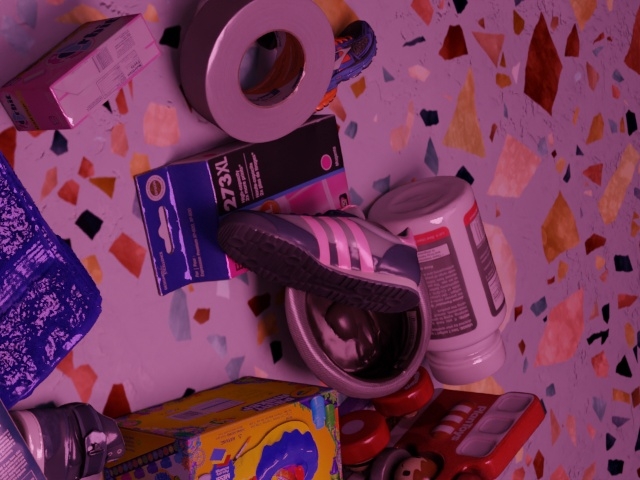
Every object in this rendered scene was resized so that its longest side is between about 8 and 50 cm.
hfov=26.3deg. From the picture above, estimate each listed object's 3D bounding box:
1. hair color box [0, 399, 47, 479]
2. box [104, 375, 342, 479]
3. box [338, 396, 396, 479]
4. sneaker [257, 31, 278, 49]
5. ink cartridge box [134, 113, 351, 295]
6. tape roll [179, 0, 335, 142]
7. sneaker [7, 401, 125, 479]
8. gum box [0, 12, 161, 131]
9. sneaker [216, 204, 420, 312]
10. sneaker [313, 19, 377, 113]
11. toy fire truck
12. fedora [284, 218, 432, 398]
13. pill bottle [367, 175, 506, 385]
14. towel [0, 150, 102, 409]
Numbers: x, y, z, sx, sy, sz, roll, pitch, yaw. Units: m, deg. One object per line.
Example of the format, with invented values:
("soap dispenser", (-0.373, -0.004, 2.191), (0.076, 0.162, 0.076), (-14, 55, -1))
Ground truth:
("hair color box", (-0.430, 0.212, 1.520), (0.105, 0.174, 0.347), (-43, 122, -37))
("box", (-0.125, 0.359, 1.872), (0.290, 0.177, 0.279), (-13, 102, -48))
("box", (0.043, 0.381, 2.153), (0.293, 0.057, 0.201), (-39, 118, -41))
("sneaker", (-0.107, -0.383, 1.926), (0.267, 0.101, 0.106), (48, 60, -38))
("ink cartridge box", (-0.099, -0.057, 1.977), (0.371, 0.069, 0.176), (-24, 109, -43))
("tape roll", (-0.087, -0.250, 1.913), (0.219, 0.072, 0.219), (-20, 126, -31))
("sneaker", (-0.321, 0.313, 1.716), (0.163, 0.086, 0.226), (-6, 101, -52))
("gum box", (-0.296, -0.213, 1.707), (0.188, 0.107, 0.062), (-48, 125, -37))
("sneaker", (0.000, 0.000, 1.937), (0.319, 0.112, 0.131), (21, 56, -26))
("sneaker", (0.011, -0.277, 2.081), (0.221, 0.083, 0.087), (-51, 121, -37))
("toy fire truck", (0.167, 0.320, 2.056), (0.302, 0.254, 0.169), (-41, 118, -40))
("fedora", (0.038, 0.105, 2.067), (0.244, 0.124, 0.275), (-47, 109, -23))
("pill bottle", (0.203, 0.070, 2.235), (0.176, 0.176, 0.319), (-39, 120, -41))
("towel", (-0.396, 0.035, 1.627), (0.228, 0.076, 0.308), (-54, 129, -34))
